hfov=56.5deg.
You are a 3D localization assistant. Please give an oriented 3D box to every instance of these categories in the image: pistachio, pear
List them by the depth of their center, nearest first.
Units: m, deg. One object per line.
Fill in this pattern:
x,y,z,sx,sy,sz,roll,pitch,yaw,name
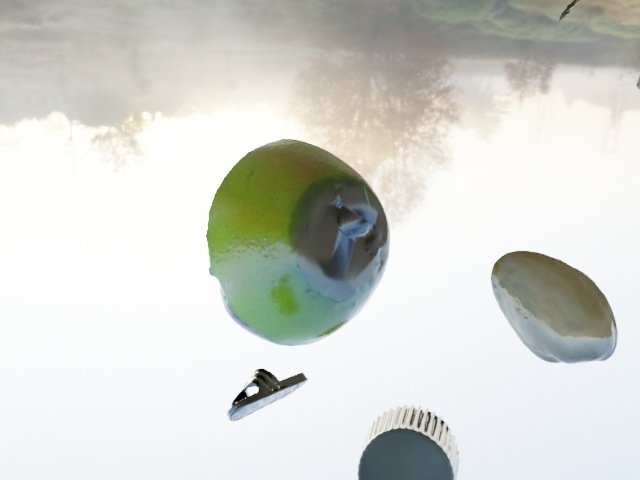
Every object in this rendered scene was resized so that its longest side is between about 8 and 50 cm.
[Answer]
0.361,0.102,0.926,0.215,0.144,0.144,50,-145,15,pistachio
0.001,-0.004,1.059,0.165,0.398,0.399,-6,-174,44,pear

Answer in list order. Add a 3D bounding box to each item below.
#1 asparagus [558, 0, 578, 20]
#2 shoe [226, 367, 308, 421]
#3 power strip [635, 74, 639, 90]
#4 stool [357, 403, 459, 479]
0.512,-0.481,1.160,0.163,0.016,0.016,-44,175,-15,asparagus
-0.086,0.218,0.886,0.049,0.071,0.179,55,-155,17,shoe
0.575,-0.291,1.020,0.032,0.056,0.123,35,-139,10,power strip
0.248,0.632,1.675,0.298,0.296,0.330,5,173,11,stool
